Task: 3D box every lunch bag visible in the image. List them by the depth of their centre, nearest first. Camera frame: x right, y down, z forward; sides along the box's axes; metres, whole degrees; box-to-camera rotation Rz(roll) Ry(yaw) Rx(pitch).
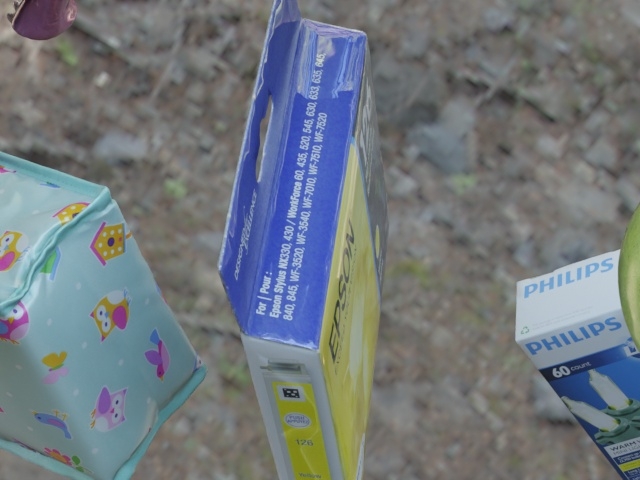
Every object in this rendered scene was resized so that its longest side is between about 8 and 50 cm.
[{"bbox_3d":[-0.250,0.048,1.410,0.262,0.223,0.160,15,54,33],"label":"lunch bag"}]

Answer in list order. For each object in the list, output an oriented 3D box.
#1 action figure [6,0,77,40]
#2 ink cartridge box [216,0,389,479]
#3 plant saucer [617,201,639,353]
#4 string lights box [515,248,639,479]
[{"bbox_3d":[-0.328,-0.276,1.707,0.276,0.370,0.248,-96,165,-70],"label":"action figure"},{"bbox_3d":[0.000,0.000,1.404,0.072,0.307,0.303,3,52,8],"label":"ink cartridge box"},{"bbox_3d":[0.286,0.013,1.044,0.241,0.037,0.241,-3,53,4],"label":"plant saucer"},{"bbox_3d":[0.291,0.121,1.688,0.260,0.133,0.077,50,32,-35],"label":"string lights box"}]
